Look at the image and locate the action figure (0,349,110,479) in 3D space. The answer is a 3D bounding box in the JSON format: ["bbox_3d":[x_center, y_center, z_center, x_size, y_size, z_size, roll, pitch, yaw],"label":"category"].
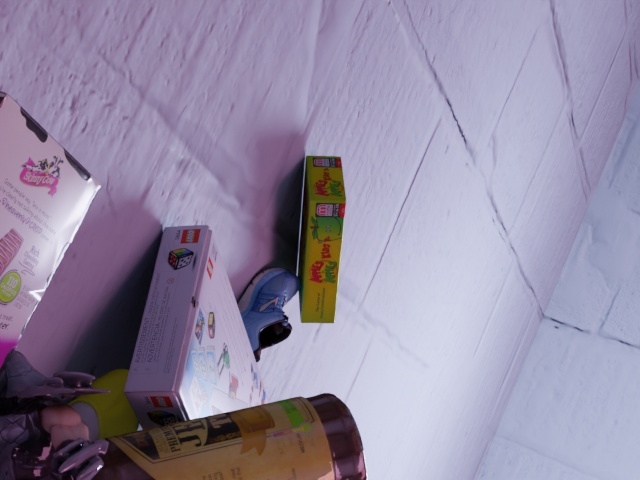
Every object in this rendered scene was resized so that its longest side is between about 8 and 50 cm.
[{"bbox_3d":[-0.218,0.209,0.921,0.099,0.185,0.285,-3,79,-42],"label":"action figure"}]

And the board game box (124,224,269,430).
[{"bbox_3d":[-0.114,0.156,1.254,0.305,0.053,0.193,77,16,-48],"label":"board game box"}]

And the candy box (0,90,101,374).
[{"bbox_3d":[-0.260,0.021,0.861,0.233,0.071,0.159,-64,159,-13],"label":"candy box"}]

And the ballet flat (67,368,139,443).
[{"bbox_3d":[-0.234,0.216,1.121,0.077,0.077,0.231,37,76,-53],"label":"ballet flat"}]

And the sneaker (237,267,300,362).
[{"bbox_3d":[-0.060,0.092,1.431,0.162,0.073,0.063,-50,153,-48],"label":"sneaker"}]

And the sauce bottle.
[{"bbox_3d":[-0.133,0.214,1.073,0.344,0.111,0.111,-9,128,-21],"label":"sauce bottle"}]

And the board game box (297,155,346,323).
[{"bbox_3d":[0.000,0.000,1.484,0.092,0.043,0.181,-95,-173,-53],"label":"board game box"}]
